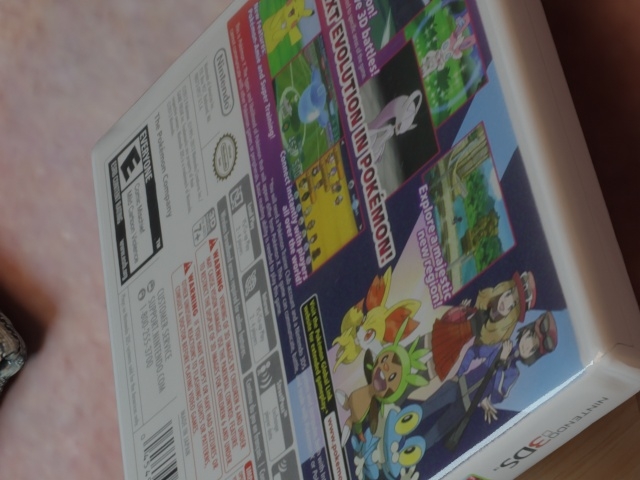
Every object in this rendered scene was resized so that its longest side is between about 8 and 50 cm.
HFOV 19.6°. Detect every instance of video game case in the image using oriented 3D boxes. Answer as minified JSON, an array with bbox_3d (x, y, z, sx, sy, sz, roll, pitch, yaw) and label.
[{"bbox_3d":[0.000,0.000,0.527,0.183,0.023,0.201,-42,43,34],"label":"video game case"}]

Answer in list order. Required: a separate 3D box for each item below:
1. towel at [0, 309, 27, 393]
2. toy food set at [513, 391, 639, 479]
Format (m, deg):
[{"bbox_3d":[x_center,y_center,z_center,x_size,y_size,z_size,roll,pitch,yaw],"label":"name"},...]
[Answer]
[{"bbox_3d":[-0.289,0.057,0.784,0.312,0.056,0.324,44,122,19],"label":"towel"},{"bbox_3d":[0.038,0.197,0.581,0.306,0.092,0.220,-37,84,41],"label":"toy food set"}]
